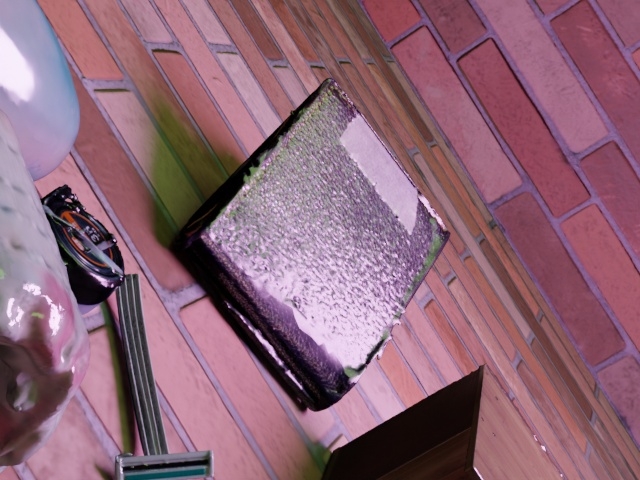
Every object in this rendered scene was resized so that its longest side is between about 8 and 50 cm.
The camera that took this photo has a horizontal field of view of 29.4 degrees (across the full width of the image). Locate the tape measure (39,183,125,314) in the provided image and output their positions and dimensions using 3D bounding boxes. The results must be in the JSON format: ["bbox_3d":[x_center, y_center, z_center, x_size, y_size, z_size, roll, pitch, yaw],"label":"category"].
[{"bbox_3d":[-0.183,0.006,0.860,0.094,0.054,0.091,53,18,7],"label":"tape measure"}]

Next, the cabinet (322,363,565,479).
[{"bbox_3d":[0.102,0.241,1.030,0.148,0.175,0.215,55,16,-6],"label":"cabinet"}]

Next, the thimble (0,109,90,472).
[{"bbox_3d":[-0.217,0.025,0.538,0.211,0.185,0.149,-2,53,-32],"label":"thimble"}]

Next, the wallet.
[{"bbox_3d":[0.000,0.000,1.179,0.221,0.071,0.262,50,55,-16],"label":"wallet"}]

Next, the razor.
[{"bbox_3d":[-0.128,0.099,0.881,0.068,0.037,0.191,-1,43,-20],"label":"razor"}]

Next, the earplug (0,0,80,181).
[{"bbox_3d":[-0.261,-0.144,0.734,0.324,0.185,0.185,46,20,-50],"label":"earplug"}]
